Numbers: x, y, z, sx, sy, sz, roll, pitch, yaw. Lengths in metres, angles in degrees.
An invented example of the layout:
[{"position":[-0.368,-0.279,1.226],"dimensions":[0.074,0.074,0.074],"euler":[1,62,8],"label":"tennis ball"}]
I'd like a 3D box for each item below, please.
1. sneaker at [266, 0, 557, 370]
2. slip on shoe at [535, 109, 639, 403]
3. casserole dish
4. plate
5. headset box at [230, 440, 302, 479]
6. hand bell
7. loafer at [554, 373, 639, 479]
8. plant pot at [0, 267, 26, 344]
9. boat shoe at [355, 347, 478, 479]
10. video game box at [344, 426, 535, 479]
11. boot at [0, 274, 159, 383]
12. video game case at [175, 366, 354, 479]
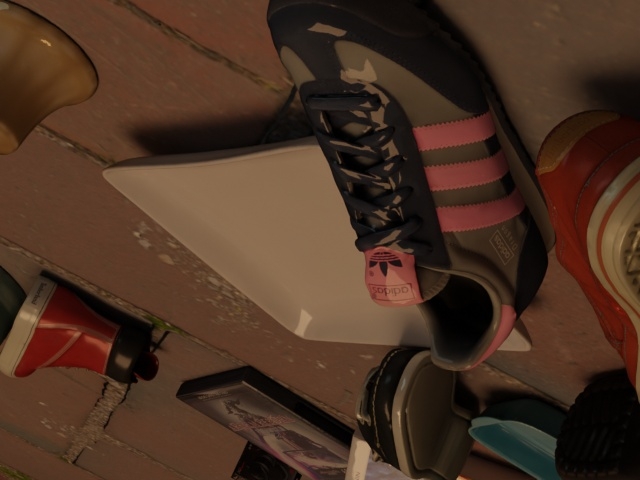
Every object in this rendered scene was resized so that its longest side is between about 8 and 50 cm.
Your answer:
[{"position":[0.057,-0.033,0.845],"dimensions":[0.112,0.131,0.319],"euler":[3,148,41],"label":"sneaker"},{"position":[0.221,0.023,0.857],"dimensions":[0.101,0.123,0.331],"euler":[48,180,39],"label":"slip on shoe"},{"position":[0.232,0.203,1.281],"dimensions":[0.188,0.037,0.114],"euler":[33,155,-15],"label":"casserole dish"},{"position":[0.000,0.000,1.076],"dimensions":[0.278,0.045,0.277],"euler":[-2,145,46],"label":"plate"},{"position":[-0.066,0.299,1.733],"dimensions":[0.083,0.062,0.032],"euler":[27,157,-2],"label":"headset box"},{"position":[-0.279,-0.052,0.995],"dimensions":[0.126,0.242,0.126],"euler":[21,155,10],"label":"hand bell"},{"position":[0.336,0.164,1.010],"dimensions":[0.130,0.134,0.366],"euler":[30,166,-21],"label":"loafer"},{"position":[-0.532,0.096,1.603],"dimensions":[0.293,0.196,0.293],"euler":[21,155,10],"label":"plant pot"},{"position":[0.077,0.165,1.238],"dimensions":[0.091,0.114,0.302],"euler":[21,161,21],"label":"boat shoe"},{"position":[0.121,0.313,1.491],"dimensions":[0.205,0.048,0.187],"euler":[18,124,16],"label":"video game box"},{"position":[-0.291,0.141,1.603],"dimensions":[0.176,0.088,0.244],"euler":[28,153,-9],"label":"boot"},{"position":[-0.025,0.241,1.624],"dimensions":[0.274,0.026,0.196],"euler":[33,155,-19],"label":"video game case"}]
